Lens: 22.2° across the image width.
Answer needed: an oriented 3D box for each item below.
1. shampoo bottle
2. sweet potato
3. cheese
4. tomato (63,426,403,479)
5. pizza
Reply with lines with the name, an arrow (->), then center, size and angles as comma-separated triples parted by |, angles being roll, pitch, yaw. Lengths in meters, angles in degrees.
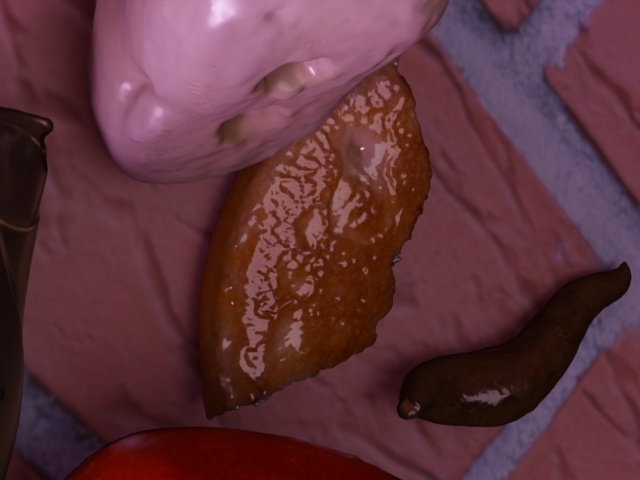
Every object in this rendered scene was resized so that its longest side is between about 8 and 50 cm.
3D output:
shampoo bottle -> -0.226, 0.092, 0.928 | 0.125, 0.084, 0.350 | 18, 88, -53
sweet potato -> 0.145, 0.088, 1.181 | 0.249, 0.059, 0.069 | -26, 99, -31
cheese -> -0.036, -0.138, 0.923 | 0.173, 0.248, 0.251 | 2, 105, -28
tomato -> -0.038, 0.270, 0.945 | 0.325, 0.290, 0.293 | 17, 73, -13
pizza -> -0.003, -0.005, 1.070 | 0.134, 0.056, 0.271 | 17, 88, -31
